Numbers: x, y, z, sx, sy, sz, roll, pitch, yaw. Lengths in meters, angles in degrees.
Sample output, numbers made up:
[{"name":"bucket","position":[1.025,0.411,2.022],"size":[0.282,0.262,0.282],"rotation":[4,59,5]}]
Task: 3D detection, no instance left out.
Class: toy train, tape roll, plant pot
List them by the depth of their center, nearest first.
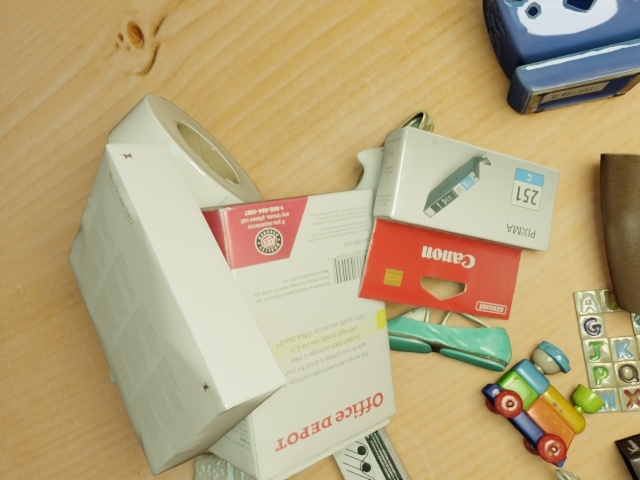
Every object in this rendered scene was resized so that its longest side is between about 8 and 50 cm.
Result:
[{"name":"plant pot","position":[0.512,-0.005,0.805],"size":[0.216,0.215,0.230],"rotation":[6,99,17]},{"name":"plant pot","position":[0.382,-0.325,0.844],"size":[0.236,0.236,0.212],"rotation":[-9,89,15]},{"name":"toy train","position":[0.391,0.290,0.867],"size":[0.143,0.105,0.248],"rotation":[-43,76,-4]},{"name":"tape roll","position":[-0.230,-0.123,0.978],"size":[0.100,0.286,0.286],"rotation":[-42,76,9]}]

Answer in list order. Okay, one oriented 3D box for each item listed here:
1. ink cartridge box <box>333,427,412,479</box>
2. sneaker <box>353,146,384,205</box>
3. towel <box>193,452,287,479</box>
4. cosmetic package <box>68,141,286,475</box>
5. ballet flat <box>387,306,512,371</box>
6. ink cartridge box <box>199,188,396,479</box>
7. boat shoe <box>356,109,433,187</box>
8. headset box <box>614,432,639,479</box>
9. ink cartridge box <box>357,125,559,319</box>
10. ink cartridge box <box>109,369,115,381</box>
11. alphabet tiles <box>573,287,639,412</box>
[{"name":"ink cartridge box","position":[0.104,0.422,0.963],"size":[0.097,0.046,0.207],"rotation":[-30,79,14]},{"name":"sneaker","position":[0.100,-0.021,0.960],"size":[0.129,0.111,0.297],"rotation":[17,102,25]},{"name":"towel","position":[-0.148,0.541,1.029],"size":[0.187,0.049,0.282],"rotation":[-6,84,15]},{"name":"cosmetic package","position":[-0.225,0.097,0.770],"size":[0.377,0.097,0.284],"rotation":[60,138,19]},{"name":"ballet flat","position":[0.200,0.158,0.946],"size":[0.247,0.083,0.087],"rotation":[9,64,17]},{"name":"ink cartridge box","position":[-0.046,0.125,0.862],"size":[0.160,0.279,0.384],"rotation":[-1,98,51]},{"name":"boat shoe","position":[0.125,-0.156,0.985],"size":[0.068,0.072,0.190],"rotation":[37,97,15]},{"name":"headset box","position":[0.622,0.354,0.780],"size":[0.293,0.110,0.218],"rotation":[-24,79,14]},{"name":"ink cartridge box","position":[0.223,-0.014,0.865],"size":[0.296,0.066,0.261],"rotation":[10,89,-21]},{"name":"ink cartridge box","position":[-0.219,0.207,1.030],"size":[0.310,0.130,0.271],"rotation":[2,86,16]},{"name":"alphabet tiles","position":[0.543,0.165,0.871],"size":[0.237,0.009,0.198],"rotation":[-9,83,16]}]
